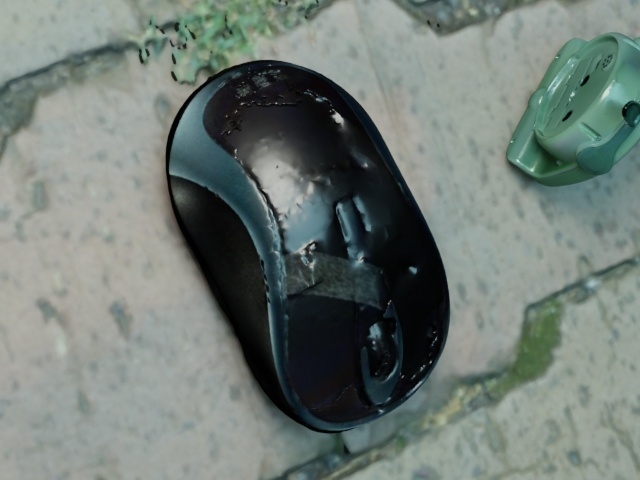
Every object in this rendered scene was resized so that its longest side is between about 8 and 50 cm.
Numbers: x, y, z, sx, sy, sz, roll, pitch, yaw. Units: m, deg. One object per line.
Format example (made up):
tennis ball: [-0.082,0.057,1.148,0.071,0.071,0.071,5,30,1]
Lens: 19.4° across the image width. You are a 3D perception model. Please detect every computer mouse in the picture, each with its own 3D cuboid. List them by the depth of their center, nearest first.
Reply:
computer mouse: [0.000,0.000,1.117,0.137,0.096,0.233,-27,96,-23]

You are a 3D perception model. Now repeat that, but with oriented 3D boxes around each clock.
clock: [0.177,-0.088,1.177,0.041,0.135,0.101,34,73,-17]
